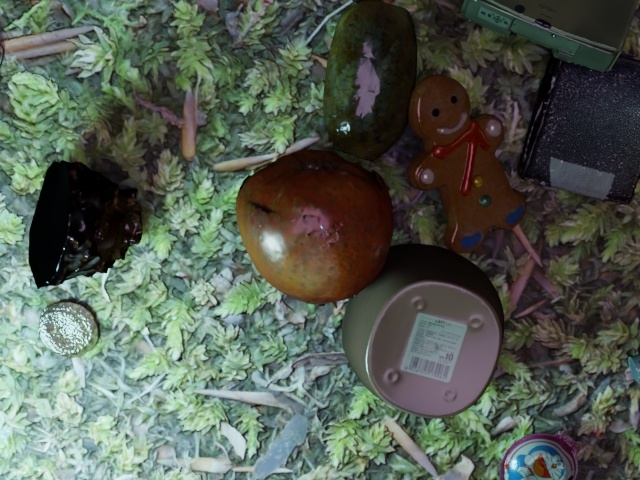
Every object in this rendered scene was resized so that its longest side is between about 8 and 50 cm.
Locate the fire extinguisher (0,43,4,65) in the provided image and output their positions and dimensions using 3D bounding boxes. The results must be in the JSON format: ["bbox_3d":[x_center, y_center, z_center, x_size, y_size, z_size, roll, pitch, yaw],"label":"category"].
[{"bbox_3d":[-0.576,-0.316,1.609,0.038,0.025,0.083,7,102,-41],"label":"fire extinguisher"}]

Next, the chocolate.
[{"bbox_3d":[-0.384,-0.019,1.598,0.177,0.206,0.224,7,117,-32],"label":"chocolate"}]

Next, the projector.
[{"bbox_3d":[0.390,-0.405,1.555,0.270,0.088,0.193,23,63,5],"label":"projector"}]

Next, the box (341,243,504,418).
[{"bbox_3d":[0.183,0.167,1.615,0.301,0.216,0.300,0,101,-1],"label":"box"}]

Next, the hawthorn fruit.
[{"bbox_3d":[0.000,0.000,1.572,0.276,0.276,0.307,-12,120,0],"label":"hawthorn fruit"}]

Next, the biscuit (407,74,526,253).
[{"bbox_3d":[0.245,-0.135,1.588,0.205,0.049,0.323,-30,110,-20],"label":"biscuit"}]

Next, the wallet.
[{"bbox_3d":[0.489,-0.211,1.640,0.221,0.071,0.262,12,102,-8],"label":"wallet"}]

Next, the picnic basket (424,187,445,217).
[{"bbox_3d":[0.223,-0.083,1.653,0.083,0.065,0.083,12,78,-8],"label":"picnic basket"}]

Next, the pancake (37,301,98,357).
[{"bbox_3d":[-0.466,0.165,1.696,0.115,0.011,0.114,0,99,-2],"label":"pancake"}]

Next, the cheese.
[{"bbox_3d":[0.390,0.459,1.743,0.244,0.062,0.155,-45,100,6],"label":"cheese"}]

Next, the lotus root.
[{"bbox_3d":[0.086,-0.271,1.569,0.160,0.152,0.274,7,100,-8],"label":"lotus root"}]

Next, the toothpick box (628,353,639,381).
[{"bbox_3d":[0.625,0.230,1.717,0.083,0.052,0.052,-16,99,2],"label":"toothpick box"}]
